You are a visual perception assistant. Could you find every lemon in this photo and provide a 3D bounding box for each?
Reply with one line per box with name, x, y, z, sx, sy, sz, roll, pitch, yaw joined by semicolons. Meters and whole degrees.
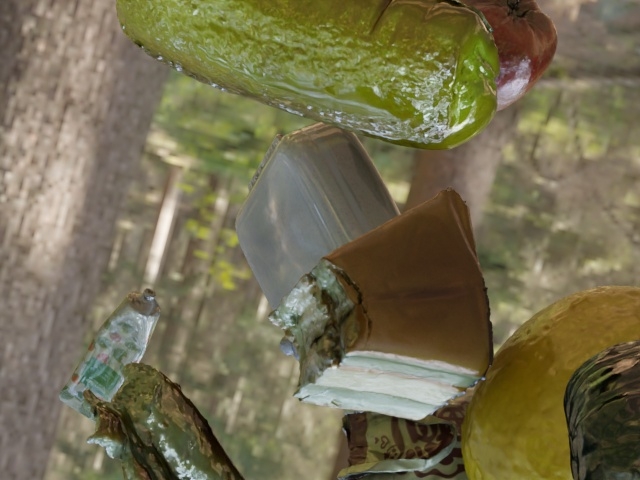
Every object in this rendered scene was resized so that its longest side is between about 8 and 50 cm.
lemon;0.321;0.215;1.669;0.336;0.336;0.336;15;-173;-2

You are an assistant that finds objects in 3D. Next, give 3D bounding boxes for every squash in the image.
squash;0.281;0.203;1.226;0.165;0.252;0.252;-7;-178;14

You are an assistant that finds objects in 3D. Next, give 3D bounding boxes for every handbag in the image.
handbag;0.139;0.259;1.837;0.235;0.213;0.127;5;145;2

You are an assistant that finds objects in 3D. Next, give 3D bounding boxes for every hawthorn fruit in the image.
hawthorn fruit;0.199;-0.223;1.893;0.163;0.203;0.162;18;-133;-20

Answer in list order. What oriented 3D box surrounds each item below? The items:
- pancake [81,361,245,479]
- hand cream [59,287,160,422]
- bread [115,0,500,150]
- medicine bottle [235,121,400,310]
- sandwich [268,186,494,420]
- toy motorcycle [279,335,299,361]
pancake;-0.074;0.296;1.262;0.067;0.426;0.305;-24;160;12
hand cream;-0.203;0.113;1.491;0.057;0.165;0.037;33;-155;2
bread;-0.022;-0.179;1.384;0.384;0.112;0.166;19;156;18
medicine bottle;0.000;0.000;2.098;0.123;0.282;0.375;-22;168;-22
sandwich;0.057;0.055;1.626;0.198;0.227;0.155;11;147;-26
toy motorcycle;0.013;0.128;1.912;0.124;0.061;0.193;-5;179;-14
